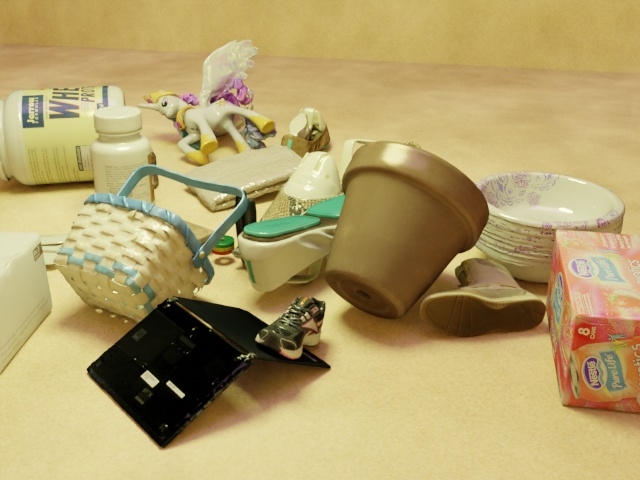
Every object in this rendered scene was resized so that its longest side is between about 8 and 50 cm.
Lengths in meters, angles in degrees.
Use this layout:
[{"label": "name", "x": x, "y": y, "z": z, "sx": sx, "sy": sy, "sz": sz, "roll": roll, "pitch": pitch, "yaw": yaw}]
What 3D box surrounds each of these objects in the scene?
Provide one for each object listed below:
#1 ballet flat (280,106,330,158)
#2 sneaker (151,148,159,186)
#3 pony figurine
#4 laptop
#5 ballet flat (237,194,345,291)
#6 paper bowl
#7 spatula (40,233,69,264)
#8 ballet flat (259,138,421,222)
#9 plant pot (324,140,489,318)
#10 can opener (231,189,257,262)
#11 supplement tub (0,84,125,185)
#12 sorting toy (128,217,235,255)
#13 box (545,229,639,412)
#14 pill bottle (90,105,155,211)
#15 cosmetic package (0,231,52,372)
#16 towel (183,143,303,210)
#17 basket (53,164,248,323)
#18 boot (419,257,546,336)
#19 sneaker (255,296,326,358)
[{"label": "ballet flat", "x": -0.044, "y": -0.295, "z": 2.093, "sx": 0.116, "sy": 0.124, "sz": 0.342, "roll": 7, "pitch": 25, "yaw": 14}, {"label": "sneaker", "x": -0.446, "y": -0.189, "z": 1.920, "sx": 0.066, "sy": 0.071, "sz": 0.188, "roll": -5, "pitch": 24, "yaw": -13}, {"label": "pony figurine", "x": -0.285, "y": -0.358, "z": 2.116, "sx": 0.350, "sy": 0.303, "sz": 0.363, "roll": -25, "pitch": 48, "yaw": -28}, {"label": "laptop", "x": -0.169, "y": 0.191, "z": 1.144, "sx": 0.264, "sy": 0.137, "sz": 0.234, "roll": -43, "pitch": 41, "yaw": -21}, {"label": "ballet flat", "x": 0.000, "y": 0.000, "z": 1.435, "sx": 0.139, "sy": 0.139, "sz": 0.400, "roll": 19, "pitch": 26, "yaw": 36}, {"label": "paper bowl", "x": 0.423, "y": -0.020, "z": 1.453, "sx": 0.284, "sy": 0.148, "sz": 0.284, "roll": 0, "pitch": 23, "yaw": 0}, {"label": "spatula", "x": -0.630, "y": 0.022, "z": 1.513, "sx": 0.241, "sy": 0.019, "sz": 0.168, "roll": -3, "pitch": 25, "yaw": -6}, {"label": "ballet flat", "x": 0.050, "y": -0.128, "z": 1.651, "sx": 0.482, "sy": 0.182, "sz": 0.164, "roll": -21, "pitch": 32, "yaw": -38}, {"label": "plant pot", "x": 0.119, "y": -0.001, "z": 1.285, "sx": 0.263, "sy": 0.263, "sz": 0.229, "roll": 17, "pitch": 65, "yaw": 33}, {"label": "can opener", "x": -0.137, "y": -0.022, "z": 1.425, "sx": 0.059, "sy": 0.186, "sz": 0.073, "roll": 30, "pitch": 57, "yaw": 30}, {"label": "supplement tub", "x": -0.641, "y": -0.257, "z": 1.872, "sx": 0.324, "sy": 0.236, "sz": 0.235, "roll": -6, "pitch": 25, "yaw": -13}, {"label": "sorting toy", "x": -0.307, "y": 0.004, "z": 1.520, "sx": 0.274, "sy": 0.046, "sz": 0.132, "roll": 18, "pitch": 30, "yaw": 34}, {"label": "box", "x": 0.432, "y": 0.110, "z": 1.156, "sx": 0.142, "sy": 0.154, "sz": 0.300, "roll": 5, "pitch": 25, "yaw": 10}, {"label": "pill bottle", "x": -0.443, "y": -0.176, "z": 1.698, "sx": 0.131, "sy": 0.229, "sz": 0.131, "roll": 1, "pitch": 24, "yaw": 0}, {"label": "cosmetic package", "x": -0.656, "y": 0.088, "z": 1.206, "sx": 0.384, "sy": 0.156, "sz": 0.217, "roll": 4, "pitch": 25, "yaw": 5}, {"label": "towel", "x": -0.172, "y": -0.159, "z": 1.831, "sx": 0.282, "sy": 0.049, "sz": 0.187, "roll": -21, "pitch": 33, "yaw": -22}, {"label": "basket", "x": -0.296, "y": -0.008, "z": 1.320, "sx": 0.254, "sy": 0.201, "sz": 0.289, "roll": 16, "pitch": 60, "yaw": 29}, {"label": "boot", "x": 0.252, "y": 0.090, "z": 1.295, "sx": 0.213, "sy": 0.077, "sz": 0.165, "roll": 0, "pitch": 24, "yaw": -12}, {"label": "sneaker", "x": -0.040, "y": 0.122, "z": 1.149, "sx": 0.071, "sy": 0.077, "sz": 0.178, "roll": 21, "pitch": 10, "yaw": 13}]
